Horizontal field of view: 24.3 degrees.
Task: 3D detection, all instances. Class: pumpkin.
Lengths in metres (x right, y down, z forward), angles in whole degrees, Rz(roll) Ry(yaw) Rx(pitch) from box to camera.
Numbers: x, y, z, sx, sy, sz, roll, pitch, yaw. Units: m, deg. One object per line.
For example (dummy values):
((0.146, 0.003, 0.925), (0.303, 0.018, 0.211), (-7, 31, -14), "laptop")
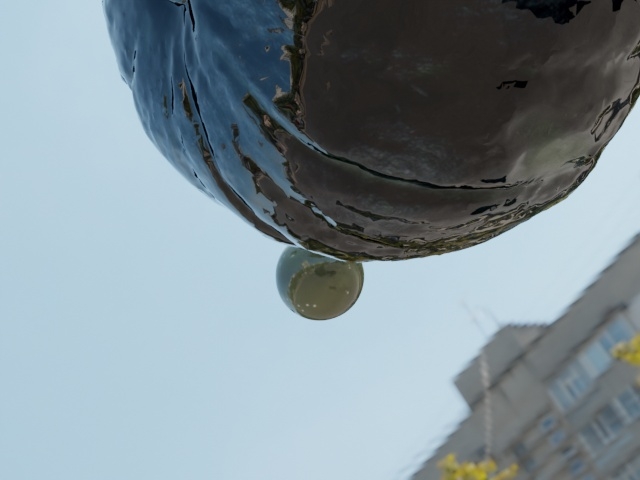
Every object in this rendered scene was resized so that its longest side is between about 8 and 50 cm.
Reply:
((0.026, -0.163, 0.850), (0.266, 0.363, 0.363), (-17, -32, -34), "pumpkin")

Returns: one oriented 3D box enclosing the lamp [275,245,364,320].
((0.000, 0.000, 1.487), (0.091, 0.091, 0.163), (-17, -55, -26), "lamp")
